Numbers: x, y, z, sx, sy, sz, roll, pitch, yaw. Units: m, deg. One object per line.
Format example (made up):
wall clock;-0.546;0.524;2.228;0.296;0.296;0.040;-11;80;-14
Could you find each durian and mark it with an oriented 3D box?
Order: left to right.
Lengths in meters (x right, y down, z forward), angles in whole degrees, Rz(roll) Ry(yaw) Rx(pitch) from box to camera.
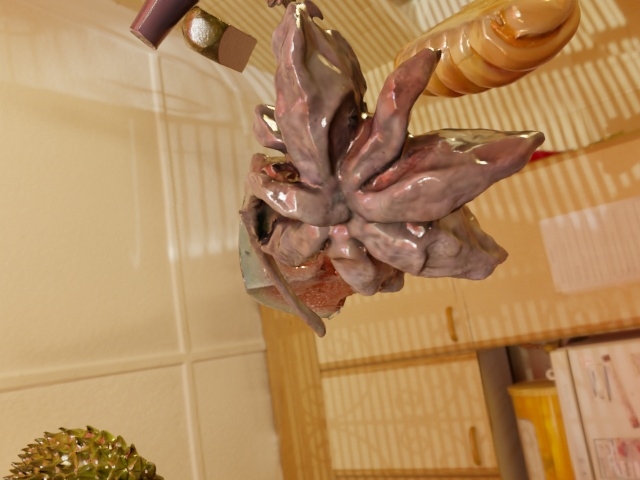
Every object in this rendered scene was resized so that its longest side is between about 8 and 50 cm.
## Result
durian;-0.347;0.365;0.771;0.169;0.352;0.158;34;-141;-37

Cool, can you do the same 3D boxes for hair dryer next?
hair dryer;-0.179;-0.461;0.996;0.301;0.361;0.121;-57;-37;-3

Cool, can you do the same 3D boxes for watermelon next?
watermelon;0.000;0.000;0.810;0.262;0.201;0.212;20;-118;-62

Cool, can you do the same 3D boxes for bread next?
bread;0.238;-0.285;0.807;0.173;0.311;0.121;-35;-73;-11

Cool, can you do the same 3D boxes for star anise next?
star anise;0.034;-0.026;0.493;0.139;0.316;0.359;-56;-50;-39

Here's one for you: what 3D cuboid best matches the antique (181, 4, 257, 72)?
antique;-0.201;-0.394;1.082;0.081;0.080;0.221;29;-165;2
